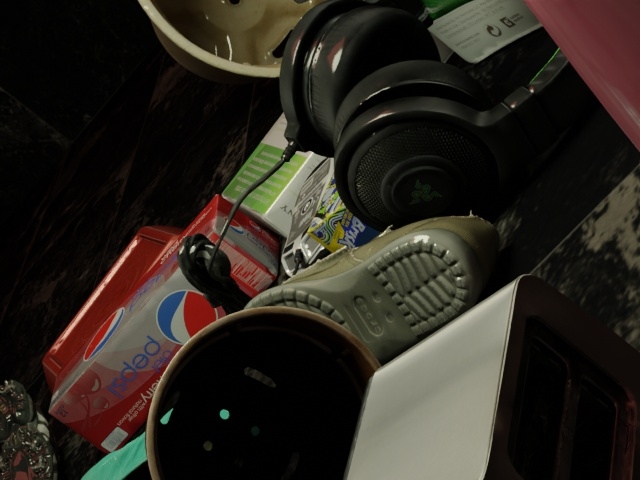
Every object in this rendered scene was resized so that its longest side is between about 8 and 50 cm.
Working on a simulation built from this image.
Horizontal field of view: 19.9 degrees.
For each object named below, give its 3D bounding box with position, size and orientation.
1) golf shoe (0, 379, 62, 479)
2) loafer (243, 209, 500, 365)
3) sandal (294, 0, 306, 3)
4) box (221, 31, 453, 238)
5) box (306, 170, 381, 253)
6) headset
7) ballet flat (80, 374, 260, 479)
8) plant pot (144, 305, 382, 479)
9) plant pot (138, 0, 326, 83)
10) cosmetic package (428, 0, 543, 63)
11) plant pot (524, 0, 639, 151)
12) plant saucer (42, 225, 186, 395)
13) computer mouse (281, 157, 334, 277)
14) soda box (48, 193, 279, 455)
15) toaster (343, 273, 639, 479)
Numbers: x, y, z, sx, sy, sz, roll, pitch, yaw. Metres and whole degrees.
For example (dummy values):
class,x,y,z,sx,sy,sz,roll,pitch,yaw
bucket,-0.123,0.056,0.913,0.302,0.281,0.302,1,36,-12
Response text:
class,x,y,z,sx,sy,sz,roll,pitch,yaw
golf shoe,-0.301,0.237,1.932,0.077,0.094,0.198,-29,43,8
loafer,0.041,0.046,1.331,0.251,0.094,0.087,-22,7,45
sandal,0.050,-0.308,1.564,0.254,0.054,0.097,-46,16,25
box,0.035,-0.145,1.836,0.322,0.058,0.232,-51,14,-3
box,0.048,-0.058,1.587,0.059,0.054,0.169,-38,21,42
headset,0.062,-0.077,1.424,0.394,0.185,0.243,-35,36,0
ballet flat,-0.132,0.200,1.477,0.247,0.083,0.087,-44,30,35
plant pot,-0.047,0.135,1.236,0.167,0.167,0.165,-55,7,-14
plant pot,-0.086,-0.328,2.202,0.334,0.334,0.305,-55,4,-12
cosmetic package,0.155,-0.285,1.609,0.184,0.151,0.151,-59,17,-24
plant pot,0.215,-0.125,0.991,0.201,0.180,0.201,-48,15,18
plant saucer,-0.233,0.082,2.121,0.259,0.047,0.258,-54,15,-6
computer mouse,0.000,0.000,1.626,0.106,0.042,0.193,-45,21,42
soda box,-0.153,0.084,1.798,0.263,0.083,0.092,-47,16,17
toaster,0.098,0.126,0.781,0.110,0.168,0.186,-38,21,34
